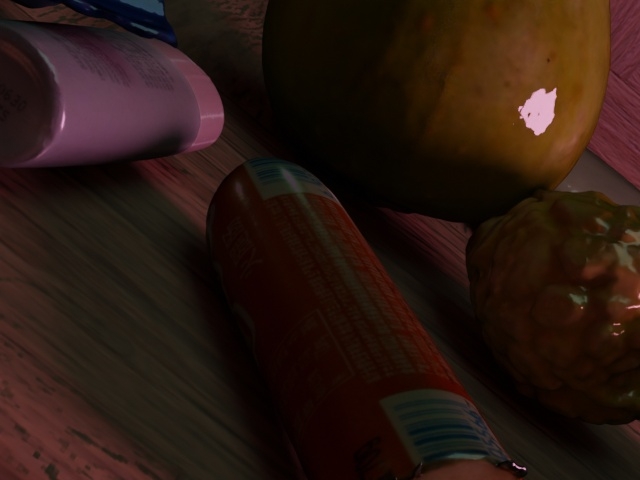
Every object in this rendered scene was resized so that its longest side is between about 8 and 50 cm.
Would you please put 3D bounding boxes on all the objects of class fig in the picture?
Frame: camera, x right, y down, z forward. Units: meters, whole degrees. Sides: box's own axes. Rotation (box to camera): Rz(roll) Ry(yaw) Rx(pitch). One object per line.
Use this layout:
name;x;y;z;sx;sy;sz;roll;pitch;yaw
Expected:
fig;0.092;-0.179;0.910;0.258;0.326;0.258;10;5;-1

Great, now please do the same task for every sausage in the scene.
sausage;0.004;0.036;0.535;0.083;0.083;0.264;31;17;-33

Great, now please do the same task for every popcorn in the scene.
popcorn;0.180;0.036;0.812;0.180;0.180;0.170;41;-28;2

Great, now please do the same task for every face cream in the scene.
face cream;-0.111;-0.070;0.596;0.084;0.057;0.198;39;13;8

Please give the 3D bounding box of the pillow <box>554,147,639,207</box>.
pillow;0.263;-0.002;1.182;0.322;0.120;0.255;50;18;28

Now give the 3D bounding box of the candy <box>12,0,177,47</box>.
candy;-0.196;-0.184;0.641;0.187;0.077;0.331;19;13;-30
